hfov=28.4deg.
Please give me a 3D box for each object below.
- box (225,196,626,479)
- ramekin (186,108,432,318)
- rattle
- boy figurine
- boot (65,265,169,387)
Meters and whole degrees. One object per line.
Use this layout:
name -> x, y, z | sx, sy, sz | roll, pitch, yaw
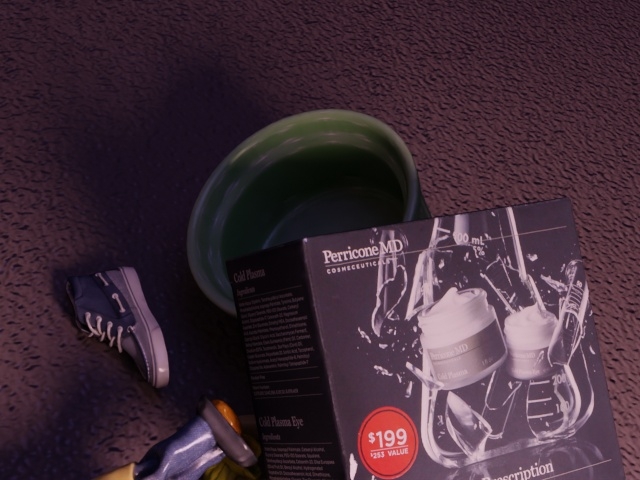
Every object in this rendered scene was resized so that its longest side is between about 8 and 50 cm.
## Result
box -> 0.110, 0.137, 1.322 | 0.343, 0.179, 0.313 | -9, 86, -31
ramekin -> 0.000, 0.000, 1.576 | 0.303, 0.148, 0.303 | -13, 54, 18
rattle -> -0.037, 0.214, 1.445 | 0.199, 0.143, 0.130 | -4, 23, -17
boy figurine -> -0.199, 0.273, 1.260 | 0.285, 0.177, 0.092 | -40, 76, -13
boot -> -0.245, 0.109, 1.520 | 0.086, 0.069, 0.190 | -9, 42, -22
